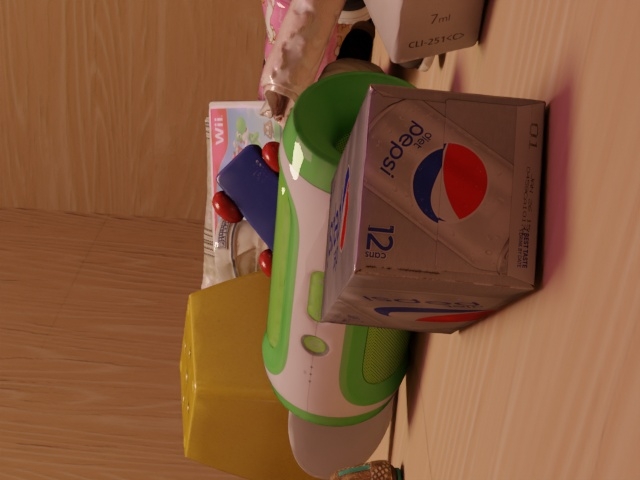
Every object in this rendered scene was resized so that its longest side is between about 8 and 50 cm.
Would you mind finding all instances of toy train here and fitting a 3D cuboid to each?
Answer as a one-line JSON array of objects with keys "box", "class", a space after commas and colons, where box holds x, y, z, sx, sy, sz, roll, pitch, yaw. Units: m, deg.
[{"box": [0.000, 0.000, 1.747, 0.105, 0.248, 0.143, -43, -12, 20], "class": "toy train"}]

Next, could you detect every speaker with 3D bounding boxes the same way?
[{"box": [0.022, 0.015, 1.194, 0.296, 0.131, 0.131, 96, 176, -47], "class": "speaker"}]

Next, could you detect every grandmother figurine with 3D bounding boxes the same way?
[{"box": [0.026, -0.132, 1.640, 0.342, 0.104, 0.208, 95, 170, -89], "class": "grandmother figurine"}]

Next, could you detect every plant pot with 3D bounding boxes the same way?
[{"box": [-0.065, 0.160, 1.797, 0.212, 0.187, 0.212, 102, 164, -48], "class": "plant pot"}]

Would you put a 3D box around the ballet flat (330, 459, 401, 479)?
[{"box": [0.027, 0.277, 1.317, 0.073, 0.067, 0.206, -96, 10, -69], "class": "ballet flat"}]

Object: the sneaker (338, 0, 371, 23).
[{"box": [0.033, -0.405, 1.880, 0.153, 0.101, 0.268, 99, 169, -54], "class": "sneaker"}]

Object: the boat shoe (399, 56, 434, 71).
[{"box": [0.057, -0.300, 1.177, 0.112, 0.095, 0.335, -99, 14, -78], "class": "boat shoe"}]

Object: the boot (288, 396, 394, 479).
[{"box": [0.033, 0.082, 1.405, 0.123, 0.095, 0.258, -74, -2, -73], "class": "boot"}]

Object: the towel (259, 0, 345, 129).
[{"box": [0.015, -0.278, 1.527, 0.317, 0.053, 0.332, 147, 144, -85], "class": "towel"}]

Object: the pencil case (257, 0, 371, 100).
[{"box": [-0.019, -0.202, 2.066, 0.167, 0.160, 0.386, -48, -27, -42], "class": "pencil case"}]

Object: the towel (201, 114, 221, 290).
[{"box": [-0.067, 0.016, 2.040, 0.312, 0.056, 0.324, 25, 120, 44], "class": "towel"}]

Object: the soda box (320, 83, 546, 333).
[{"box": [0.054, -0.006, 0.871, 0.286, 0.091, 0.098, 113, 162, -81], "class": "soda box"}]

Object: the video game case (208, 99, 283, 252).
[{"box": [-0.048, -0.076, 1.941, 0.285, 0.025, 0.204, 5, 99, 51], "class": "video game case"}]

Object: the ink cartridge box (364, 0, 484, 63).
[{"box": [0.038, -0.308, 0.971, 0.261, 0.066, 0.296, 96, 157, -55], "class": "ink cartridge box"}]

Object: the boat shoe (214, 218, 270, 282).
[{"box": [-0.065, 0.055, 1.891, 0.258, 0.084, 0.095, 67, -152, -65], "class": "boat shoe"}]
